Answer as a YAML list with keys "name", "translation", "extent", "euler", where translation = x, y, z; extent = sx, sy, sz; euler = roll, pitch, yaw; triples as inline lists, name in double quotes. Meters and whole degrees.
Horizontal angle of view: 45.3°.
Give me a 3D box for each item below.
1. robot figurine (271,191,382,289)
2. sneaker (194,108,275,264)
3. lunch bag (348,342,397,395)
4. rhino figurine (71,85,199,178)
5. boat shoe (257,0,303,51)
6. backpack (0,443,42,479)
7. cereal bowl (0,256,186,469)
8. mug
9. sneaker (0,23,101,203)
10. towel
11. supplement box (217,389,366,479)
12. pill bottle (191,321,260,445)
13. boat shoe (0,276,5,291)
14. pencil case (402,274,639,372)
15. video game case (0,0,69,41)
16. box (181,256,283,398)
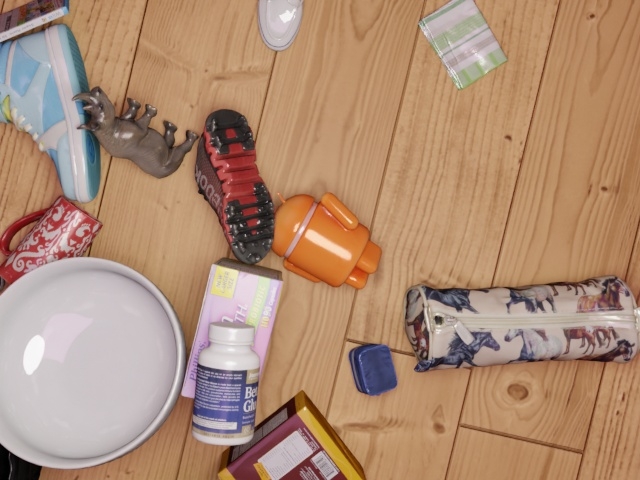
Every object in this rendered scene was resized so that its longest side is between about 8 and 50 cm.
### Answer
- name: "robot figurine"
  translation: [0.001, -0.002, 1.370]
  extent: [0.219, 0.158, 0.128]
  euler: [29, 74, -3]
- name: "sneaker"
  translation: [-0.154, -0.084, 1.351]
  extent: [0.097, 0.135, 0.276]
  euler: [-9, 78, -30]
- name: "lunch bag"
  translation: [0.096, 0.240, 1.414]
  extent: [0.067, 0.065, 0.099]
  euler: [-13, 91, -18]
- name: "rhino figurine"
  translation: [-0.325, -0.187, 1.322]
  extent: [0.243, 0.073, 0.106]
  euler: [29, 82, -47]
- name: "boat shoe"
  translation: [-0.068, -0.459, 1.378]
  extent: [0.083, 0.076, 0.226]
  euler: [6, 91, -3]
- name: "backpack"
  translation: [-0.581, 0.405, 1.300]
  extent: [0.213, 0.276, 0.264]
  euler: [10, 83, 4]
- name: "cereal bowl"
  translation: [-0.379, 0.203, 1.262]
  extent: [0.338, 0.141, 0.339]
  euler: [-1, 75, 4]
- name: "mug"
  translation: [-0.487, 0.003, 1.355]
  extent: [0.150, 0.113, 0.169]
  euler: [36, 86, -5]
- name: "sneaker"
  translation: [-0.507, -0.206, 1.341]
  extent: [0.208, 0.127, 0.319]
  euler: [-11, 83, -5]
- name: "towel"
  translation: [0.266, -0.371, 1.425]
  extent: [0.113, 0.023, 0.152]
  euler: [-33, 93, -1]
- name: "supplement box"
  translation: [-0.049, 0.415, 1.378]
  extent: [0.194, 0.129, 0.191]
  euler: [-37, 94, -1]
- name: "pill bottle"
  translation: [-0.139, 0.210, 1.142]
  extent: [0.094, 0.094, 0.170]
  euler: [5, 92, -3]
- name: "boat shoe"
  translation: [-0.678, 0.100, 1.365]
  extent: [0.219, 0.070, 0.078]
  euler: [-23, 93, -2]
- name: "pencil case"
  translation: [0.359, 0.148, 1.367]
  extent: [0.410, 0.183, 0.160]
  euler: [-2, 91, -4]
- name: "video game case"
  translation: [-0.519, -0.389, 1.341]
  extent: [0.166, 0.119, 0.015]
  euler: [-24, 126, -2]
- name: "box"
  translation: [-0.144, 0.148, 1.309]
  extent: [0.117, 0.243, 0.214]
  euler: [14, 90, -3]
